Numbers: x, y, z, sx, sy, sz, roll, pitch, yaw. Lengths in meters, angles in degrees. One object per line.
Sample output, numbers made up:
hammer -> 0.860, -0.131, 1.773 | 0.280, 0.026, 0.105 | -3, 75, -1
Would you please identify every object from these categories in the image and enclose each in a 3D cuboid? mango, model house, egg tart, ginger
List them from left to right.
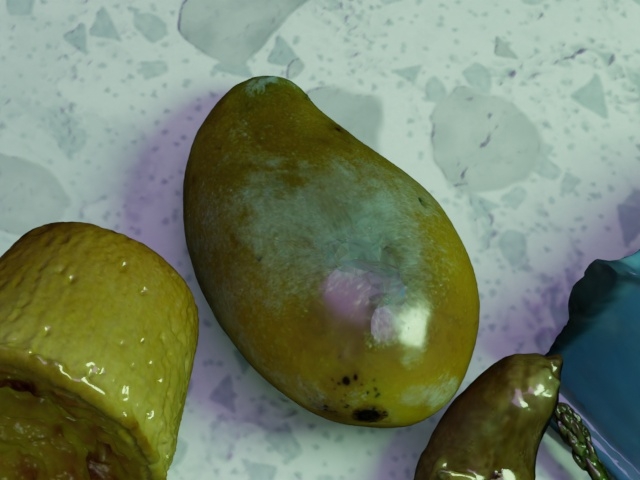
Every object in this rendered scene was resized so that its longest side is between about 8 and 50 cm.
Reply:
egg tart -> -0.180, 0.084, 1.125 | 0.202, 0.203, 0.147 | 19, 52, 1
mango -> 0.000, 0.000, 1.204 | 0.192, 0.146, 0.316 | -17, 62, -24
ginger -> 0.107, 0.233, 1.124 | 0.107, 0.133, 0.309 | 3, 58, 11
model house -> 0.343, 0.056, 1.193 | 0.303, 0.215, 0.237 | -40, 76, -25

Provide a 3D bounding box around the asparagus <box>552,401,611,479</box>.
asparagus -> 0.232, 0.226, 1.180 | 0.024, 0.025, 0.248 | -24, 82, -25
